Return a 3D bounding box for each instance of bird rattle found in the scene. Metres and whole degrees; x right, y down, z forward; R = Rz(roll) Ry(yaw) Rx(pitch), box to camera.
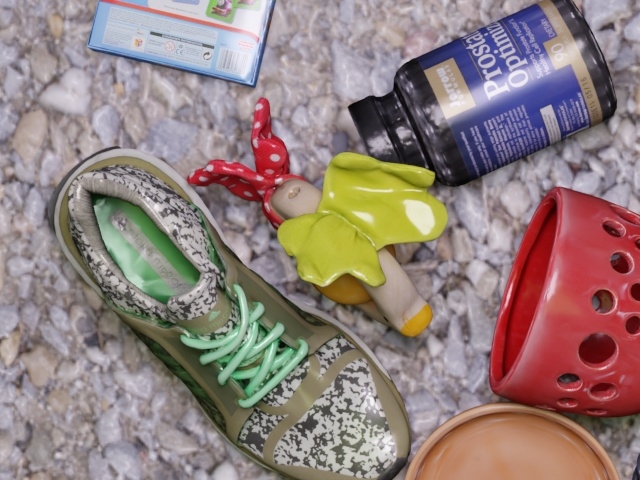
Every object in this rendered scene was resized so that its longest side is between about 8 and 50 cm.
[{"bbox_3d":[0.000,0.000,1.439,0.143,0.253,0.207,-48,124,-18],"label":"bird rattle"}]

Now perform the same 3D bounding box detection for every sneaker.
[{"bbox_3d":[-0.091,0.079,1.443,0.410,0.182,0.158,41,92,3],"label":"sneaker"}]

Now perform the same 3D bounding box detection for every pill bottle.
[{"bbox_3d":[0.142,-0.122,1.462,0.219,0.123,0.123,-24,88,3],"label":"pill bottle"}]

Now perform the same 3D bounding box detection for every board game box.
[{"bbox_3d":[-0.114,-0.263,1.522,0.160,0.039,0.211,13,91,4],"label":"board game box"}]

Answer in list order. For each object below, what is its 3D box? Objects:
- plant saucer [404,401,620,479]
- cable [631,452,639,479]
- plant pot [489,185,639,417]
[{"bbox_3d":[0.173,0.237,1.479,0.200,0.037,0.200,2,103,7],"label":"plant saucer"},{"bbox_3d":[0.362,0.251,1.480,0.150,0.047,0.184,-43,86,2],"label":"cable"},{"bbox_3d":[0.255,0.064,1.423,0.174,0.191,0.191,15,90,-4],"label":"plant pot"}]
